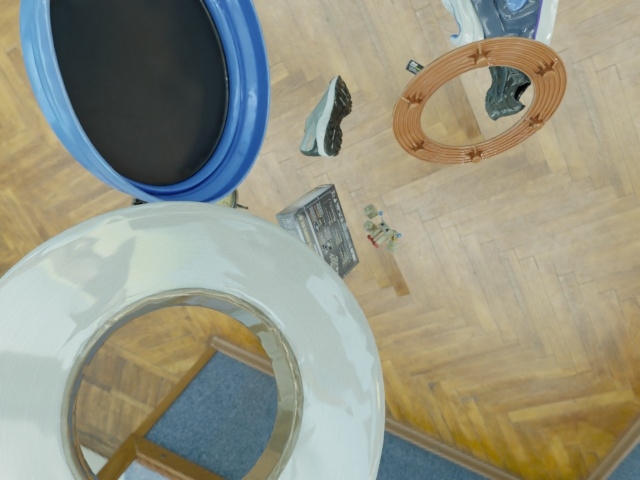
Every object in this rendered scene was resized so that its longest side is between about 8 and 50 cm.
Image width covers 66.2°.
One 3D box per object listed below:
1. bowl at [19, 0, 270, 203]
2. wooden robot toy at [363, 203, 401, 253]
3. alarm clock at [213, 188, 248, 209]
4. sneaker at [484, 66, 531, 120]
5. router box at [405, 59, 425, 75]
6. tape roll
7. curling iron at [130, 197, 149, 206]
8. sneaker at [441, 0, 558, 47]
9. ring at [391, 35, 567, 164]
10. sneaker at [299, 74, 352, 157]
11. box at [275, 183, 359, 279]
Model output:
[{"bbox_3d":[-0.208,-0.238,0.670,0.077,0.391,0.390,3,112,29],"label":"bowl"},{"bbox_3d":[0.172,-0.017,1.319,0.076,0.079,0.173,-43,51,12],"label":"wooden robot toy"},{"bbox_3d":[-0.263,-0.113,1.110,0.129,0.064,0.192,-38,98,1],"label":"alarm clock"},{"bbox_3d":[0.611,-0.532,1.578,0.130,0.109,0.286,1,90,44],"label":"sneaker"},{"bbox_3d":[0.345,-0.564,1.653,0.123,0.092,0.038,28,111,-2],"label":"router box"},{"bbox_3d":[-0.124,0.153,0.463,0.392,0.392,0.072,44,154,-3],"label":"tape roll"},{"bbox_3d":[-0.455,-0.039,1.129,0.068,0.274,0.035,20,116,1],"label":"curling iron"},{"bbox_3d":[0.370,-0.550,1.011,0.237,0.130,0.322,9,103,20],"label":"sneaker"},{"bbox_3d":[0.309,-0.250,0.966,0.337,0.032,0.336,-4,149,-2],"label":"ring"},{"bbox_3d":[0.012,-0.336,1.310,0.108,0.271,0.100,-2,147,32],"label":"sneaker"},{"bbox_3d":[0.000,0.000,1.216,0.056,0.183,0.230,-2,117,40],"label":"box"}]
